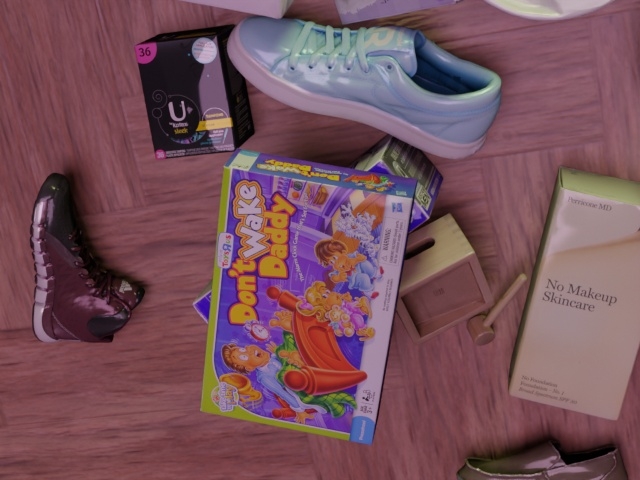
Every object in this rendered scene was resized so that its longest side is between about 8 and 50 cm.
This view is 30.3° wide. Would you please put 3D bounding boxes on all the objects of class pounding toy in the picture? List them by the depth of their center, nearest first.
[{"bbox_3d":[0.188,0.061,1.648,0.181,0.094,0.206,-28,138,1],"label":"pounding toy"}]

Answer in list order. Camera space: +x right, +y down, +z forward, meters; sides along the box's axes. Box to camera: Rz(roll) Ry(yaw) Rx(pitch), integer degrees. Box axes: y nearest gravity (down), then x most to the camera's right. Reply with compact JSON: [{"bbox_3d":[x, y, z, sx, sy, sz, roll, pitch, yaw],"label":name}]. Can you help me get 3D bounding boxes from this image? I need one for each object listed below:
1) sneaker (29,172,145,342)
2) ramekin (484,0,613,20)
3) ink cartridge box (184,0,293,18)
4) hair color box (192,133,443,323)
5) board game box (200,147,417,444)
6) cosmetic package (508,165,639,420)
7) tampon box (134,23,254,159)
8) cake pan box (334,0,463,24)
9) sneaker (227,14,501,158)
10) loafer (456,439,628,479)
[{"bbox_3d":[-0.339,0.035,1.761,0.162,0.106,0.281,9,121,4],"label":"sneaker"},{"bbox_3d":[0.284,-0.411,1.448,0.273,0.127,0.273,4,110,10],"label":"ramekin"},{"bbox_3d":[-0.147,-0.486,1.382,0.285,0.166,0.395,13,130,11],"label":"ink cartridge box"},{"bbox_3d":[0.000,0.000,1.621,0.339,0.185,0.110,-39,98,22],"label":"hair color box"},{"bbox_3d":[-0.019,0.075,1.510,0.233,0.078,0.347,10,113,6],"label":"board game box"},{"bbox_3d":[0.365,0.072,1.608,0.160,0.113,0.309,12,112,7],"label":"cosmetic package"},{"bbox_3d":[-0.172,-0.206,1.630,0.120,0.101,0.161,-6,107,13],"label":"tampon box"},{"bbox_3d":[0.081,-0.399,1.445,0.070,0.267,0.245,-29,109,-26],"label":"cake pan box"},{"bbox_3d":[0.065,-0.237,1.531,0.366,0.135,0.150,18,141,-6],"label":"sneaker"},{"bbox_3d":[0.325,0.330,1.727,0.251,0.094,0.087,0,97,7],"label":"loafer"}]
